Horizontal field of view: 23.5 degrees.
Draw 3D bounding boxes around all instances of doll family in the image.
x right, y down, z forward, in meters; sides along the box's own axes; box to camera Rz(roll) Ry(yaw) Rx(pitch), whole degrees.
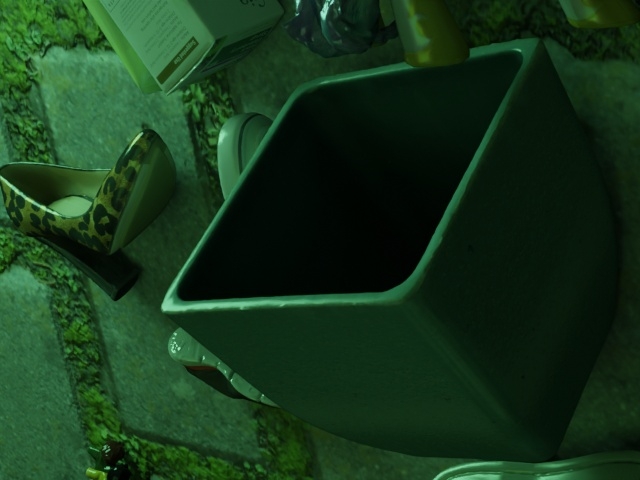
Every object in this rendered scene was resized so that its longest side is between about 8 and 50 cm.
[{"bbox_3d":[-0.202,0.299,1.698,0.193,0.076,0.111,34,127,18],"label":"doll family"}]

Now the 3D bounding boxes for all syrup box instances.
[{"bbox_3d":[-0.146,-0.253,1.321,0.237,0.093,0.096,54,136,5],"label":"syrup box"}]

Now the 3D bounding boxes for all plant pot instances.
[{"bbox_3d":[0.084,0.037,1.165,0.247,0.248,0.252,-4,135,43],"label":"plant pot"}]

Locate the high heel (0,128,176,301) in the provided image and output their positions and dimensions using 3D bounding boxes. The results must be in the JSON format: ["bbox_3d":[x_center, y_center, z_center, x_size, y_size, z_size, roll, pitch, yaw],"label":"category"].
[{"bbox_3d":[-0.241,-0.066,1.507,0.186,0.093,0.261,40,143,10],"label":"high heel"}]

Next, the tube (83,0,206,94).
[{"bbox_3d":[-0.193,-0.235,1.384,0.240,0.070,0.062,57,166,6],"label":"tube"}]

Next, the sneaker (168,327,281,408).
[{"bbox_3d":[-0.075,0.129,1.509,0.158,0.061,0.065,24,154,32],"label":"sneaker"}]

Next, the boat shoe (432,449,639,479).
[{"bbox_3d":[0.225,0.232,1.256,0.302,0.091,0.114,3,70,43],"label":"boat shoe"}]

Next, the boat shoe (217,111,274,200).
[{"bbox_3d":[0.000,0.000,1.341,0.084,0.095,0.258,-11,115,41],"label":"boat shoe"}]

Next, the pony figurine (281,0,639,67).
[{"bbox_3d":[0.049,-0.304,1.025,0.351,0.303,0.364,-4,109,9],"label":"pony figurine"}]

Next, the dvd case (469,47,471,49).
[{"bbox_3d":[0.122,-0.102,1.218,0.119,0.013,0.087,38,133,22],"label":"dvd case"}]
